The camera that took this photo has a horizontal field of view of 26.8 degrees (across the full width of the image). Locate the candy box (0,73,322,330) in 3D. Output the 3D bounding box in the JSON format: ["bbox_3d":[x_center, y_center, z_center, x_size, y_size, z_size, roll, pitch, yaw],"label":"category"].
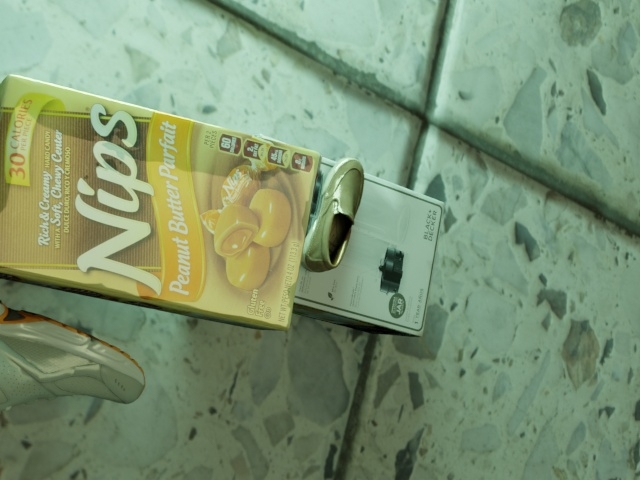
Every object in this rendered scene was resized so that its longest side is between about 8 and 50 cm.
[{"bbox_3d":[-0.171,-0.030,1.300,0.316,0.087,0.182,13,80,-21],"label":"candy box"}]

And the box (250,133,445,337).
[{"bbox_3d":[0.000,0.000,1.509,0.290,0.087,0.169,16,79,-40],"label":"box"}]

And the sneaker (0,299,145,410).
[{"bbox_3d":[-0.292,0.123,1.263,0.262,0.099,0.121,25,82,-30],"label":"sneaker"}]

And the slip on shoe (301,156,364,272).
[{"bbox_3d":[0.021,-0.028,1.439,0.051,0.041,0.135,40,65,-34],"label":"slip on shoe"}]
